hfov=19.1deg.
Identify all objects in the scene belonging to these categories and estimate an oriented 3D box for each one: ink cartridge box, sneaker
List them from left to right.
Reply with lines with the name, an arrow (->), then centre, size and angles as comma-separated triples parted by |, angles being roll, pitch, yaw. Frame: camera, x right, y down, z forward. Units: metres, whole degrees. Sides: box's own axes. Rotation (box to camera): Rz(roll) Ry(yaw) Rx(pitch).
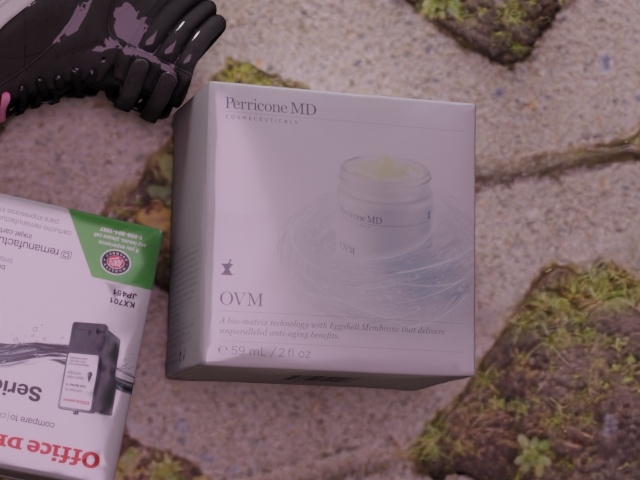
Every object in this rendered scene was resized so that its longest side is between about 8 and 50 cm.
ink cartridge box -> -0.219, 0.081, 1.476 | 0.153, 0.087, 0.208 | 12, 79, -15
sneaker -> -0.193, -0.132, 1.505 | 0.147, 0.104, 0.296 | 46, 68, -1

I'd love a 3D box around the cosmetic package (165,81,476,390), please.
cosmetic package -> 0.000, 0.000, 1.531 | 0.224, 0.138, 0.225 | 3, 80, -17
